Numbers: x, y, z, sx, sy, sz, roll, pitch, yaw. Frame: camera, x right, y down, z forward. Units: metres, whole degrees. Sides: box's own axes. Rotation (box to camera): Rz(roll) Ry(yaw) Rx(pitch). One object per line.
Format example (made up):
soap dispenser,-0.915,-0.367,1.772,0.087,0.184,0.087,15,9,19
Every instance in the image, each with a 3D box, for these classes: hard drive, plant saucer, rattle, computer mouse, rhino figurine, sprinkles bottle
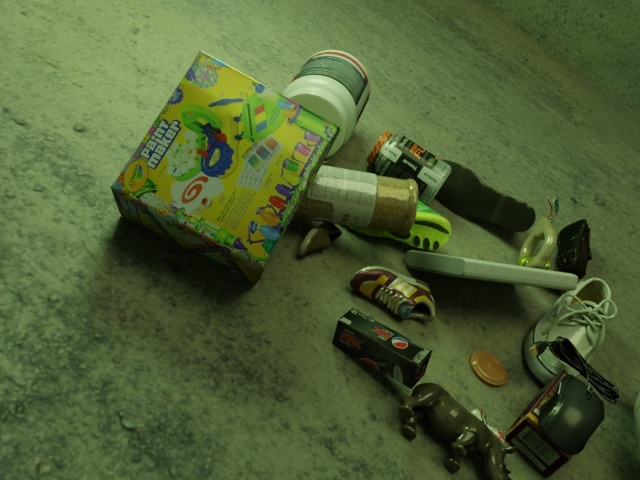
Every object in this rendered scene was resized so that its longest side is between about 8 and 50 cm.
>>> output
hard drive,0.368,0.065,1.461,0.308,0.040,0.203,7,1,-27
plant saucer,0.337,0.253,1.347,0.084,0.013,0.083,19,40,-16
rattle,0.578,0.005,1.647,0.143,0.130,0.199,24,73,8
computer mouse,0.453,0.264,1.241,0.184,0.060,0.262,46,40,19
rhino figurine,0.243,0.334,1.147,0.243,0.073,0.106,37,41,6
sprinkles bottle,0.015,-0.094,1.372,0.356,0.121,0.121,8,41,-8

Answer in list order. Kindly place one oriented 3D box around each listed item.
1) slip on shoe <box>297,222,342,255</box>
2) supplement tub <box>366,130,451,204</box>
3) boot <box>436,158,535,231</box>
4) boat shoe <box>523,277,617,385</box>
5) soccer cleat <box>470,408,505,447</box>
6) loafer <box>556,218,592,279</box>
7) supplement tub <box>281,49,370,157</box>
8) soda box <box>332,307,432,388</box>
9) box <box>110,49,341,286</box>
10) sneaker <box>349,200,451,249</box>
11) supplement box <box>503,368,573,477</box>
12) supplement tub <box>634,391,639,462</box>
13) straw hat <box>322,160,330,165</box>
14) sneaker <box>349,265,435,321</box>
slip on shoe,0.000,0.000,1.377,0.041,0.051,0.135,32,30,12
supplement tub,0.217,-0.184,1.671,0.190,0.117,0.117,34,38,3
boot,0.404,-0.111,1.760,0.305,0.112,0.115,30,7,5
boat shoe,0.568,0.178,1.469,0.136,0.156,0.367,42,39,14
soccer cleat,0.297,0.340,1.214,0.036,0.029,0.083,-15,53,-33
loafer,0.676,0.027,1.791,0.078,0.080,0.220,49,45,-15
supplement tub,0.007,-0.331,1.634,0.191,0.191,0.272,28,37,-4
soda box,0.107,0.189,1.195,0.169,0.060,0.053,27,34,23
box,-0.163,-0.120,1.189,0.279,0.177,0.289,29,73,-3
sneaker,0.147,-0.062,1.521,0.296,0.109,0.123,23,15,-8
supplement box,0.440,0.339,1.265,0.104,0.080,0.188,44,40,17
supplement tub,0.728,0.391,1.272,0.241,0.241,0.331,30,37,-1
straw hat,-0.042,-0.130,1.470,0.145,0.145,0.061,-16,96,-44
sneaker,0.147,0.109,1.336,0.186,0.069,0.083,14,36,-20
